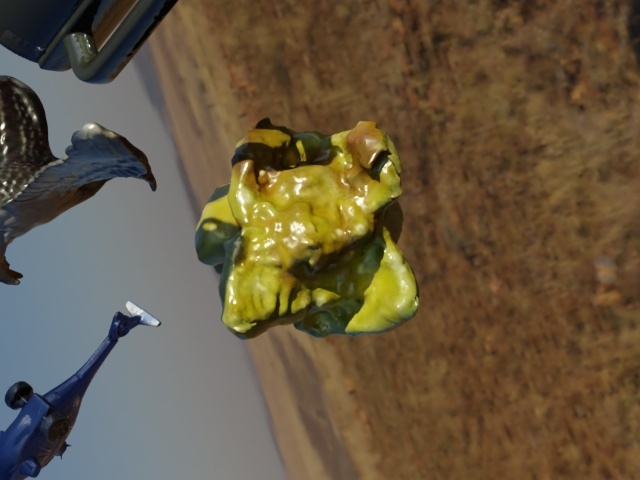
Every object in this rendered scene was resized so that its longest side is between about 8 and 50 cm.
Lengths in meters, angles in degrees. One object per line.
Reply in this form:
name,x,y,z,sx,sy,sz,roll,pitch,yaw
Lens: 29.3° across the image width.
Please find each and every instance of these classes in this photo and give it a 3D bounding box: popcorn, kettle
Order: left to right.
kettle,-0.280,-0.348,1.450,0.308,0.203,0.262,-33,36,44
popcorn,-0.005,0.010,1.633,0.326,0.321,0.290,32,172,9

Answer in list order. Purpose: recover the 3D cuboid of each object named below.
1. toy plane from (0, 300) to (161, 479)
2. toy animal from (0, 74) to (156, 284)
toy plane,-0.183,0.114,0.890,0.054,0.167,0.062,32,171,32
toy animal,-0.223,-0.047,0.965,0.272,0.160,0.197,39,-176,37
